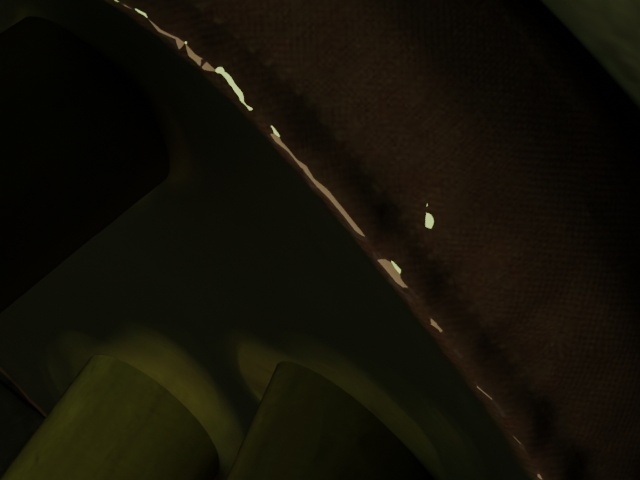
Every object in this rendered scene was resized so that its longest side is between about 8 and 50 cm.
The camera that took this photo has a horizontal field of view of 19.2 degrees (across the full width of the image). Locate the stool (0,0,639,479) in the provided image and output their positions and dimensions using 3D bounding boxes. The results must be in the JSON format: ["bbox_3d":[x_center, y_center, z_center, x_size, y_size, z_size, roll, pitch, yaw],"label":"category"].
[{"bbox_3d":[-0.066,0.031,0.431,0.272,0.178,0.272,34,155,18],"label":"stool"}]
